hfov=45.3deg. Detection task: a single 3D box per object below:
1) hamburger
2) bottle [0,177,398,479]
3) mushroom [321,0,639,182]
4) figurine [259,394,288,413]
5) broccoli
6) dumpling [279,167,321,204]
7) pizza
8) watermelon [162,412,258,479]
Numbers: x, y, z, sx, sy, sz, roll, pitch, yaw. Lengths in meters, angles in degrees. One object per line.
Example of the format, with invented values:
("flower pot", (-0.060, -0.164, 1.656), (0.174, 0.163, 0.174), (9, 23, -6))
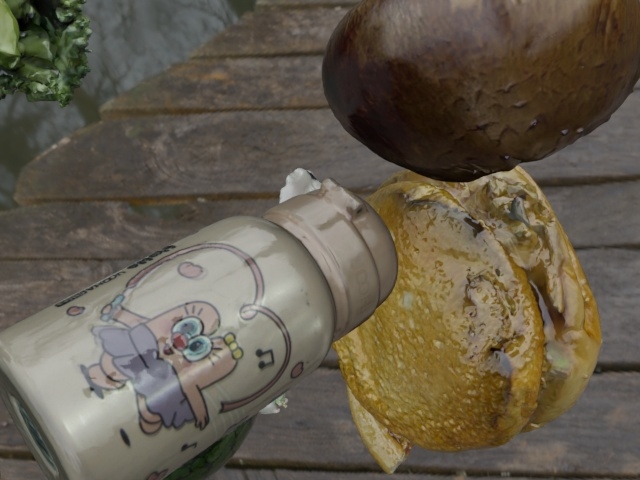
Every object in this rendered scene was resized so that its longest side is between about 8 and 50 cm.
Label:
("hamburger", (0.134, 0.061, 0.778), (0.170, 0.314, 0.290), (-19, 85, -32))
("bottle", (-0.051, 0.048, 0.399), (0.209, 0.110, 0.097), (-29, 53, -31))
("mushroom", (0.106, -0.104, 0.486), (0.194, 0.231, 0.138), (-37, 80, 30))
("figurine", (-0.119, 0.299, 1.675), (0.098, 0.146, 0.081), (-12, 20, 17))
("broccoli", (-0.301, -0.204, 0.653), (0.197, 0.226, 0.176), (-32, 16, -4))
("dumpling", (0.000, 0.000, 0.960), (0.108, 0.188, 0.127), (-10, 48, 20))
("pizza", (0.184, 0.286, 1.613), (0.277, 0.114, 0.409), (16, 66, -6))
("watermelon", (-0.253, 0.217, 1.172), (0.363, 0.363, 0.364), (-8, 54, 11))
